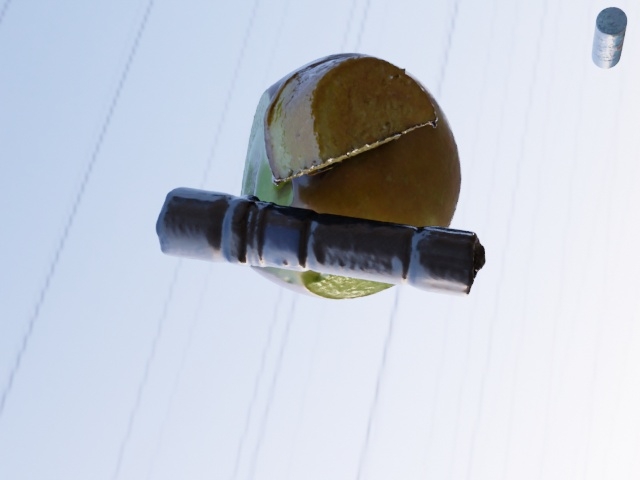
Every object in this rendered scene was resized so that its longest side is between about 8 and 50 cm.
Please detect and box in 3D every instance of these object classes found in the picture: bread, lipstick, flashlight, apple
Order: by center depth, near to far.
[{"bbox_3d":[0.000,0.000,1.427,0.103,0.424,0.103,8,-90,-80],"label":"flashlight"},{"bbox_3d":[0.033,-0.169,1.446,0.229,0.143,0.139,-23,-81,-32],"label":"bread"},{"bbox_3d":[0.443,-0.310,1.700,0.158,0.048,0.048,40,-123,-75],"label":"lipstick"},{"bbox_3d":[0.031,-0.097,1.705,0.384,0.374,0.374,-43,-42,-13],"label":"apple"}]
